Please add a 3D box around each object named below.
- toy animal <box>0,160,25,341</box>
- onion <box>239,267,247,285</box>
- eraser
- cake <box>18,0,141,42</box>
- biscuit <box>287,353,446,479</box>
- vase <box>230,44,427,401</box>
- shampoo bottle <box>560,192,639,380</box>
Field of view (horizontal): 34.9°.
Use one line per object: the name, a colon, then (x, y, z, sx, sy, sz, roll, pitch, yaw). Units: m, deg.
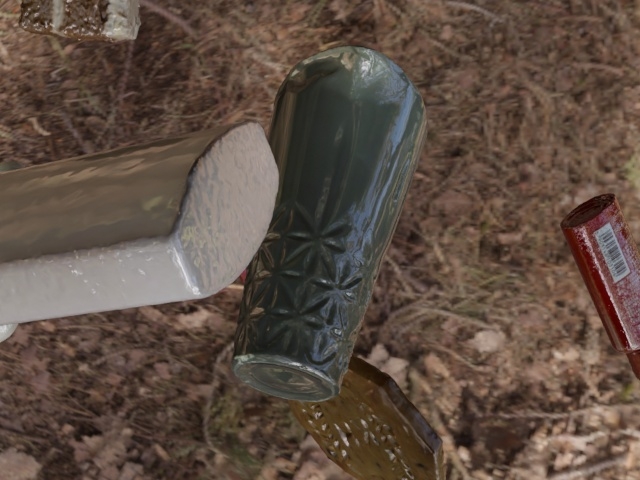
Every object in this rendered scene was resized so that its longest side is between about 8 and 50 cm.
toy animal: (-0.456, 0.032, 1.403, 0.310, 0.183, 0.247, -32, 152, -3)
onion: (-0.056, 0.016, 1.540, 0.150, 0.140, 0.150, 40, 39, -43)
eraser: (-0.182, -0.007, 0.754, 0.174, 0.270, 0.095, -62, 139, -56)
cake: (-0.315, -0.335, 1.357, 0.147, 0.134, 0.135, 4, 99, -3)
biscuit: (0.067, 0.310, 1.704, 0.046, 0.359, 0.359, -44, 113, -30)
vase: (0.000, 0.000, 0.966, 0.156, 0.251, 0.301, 13, 63, 1)
shampoo bottle: (0.493, 0.082, 1.663, 0.118, 0.076, 0.314, -38, 108, -35)
